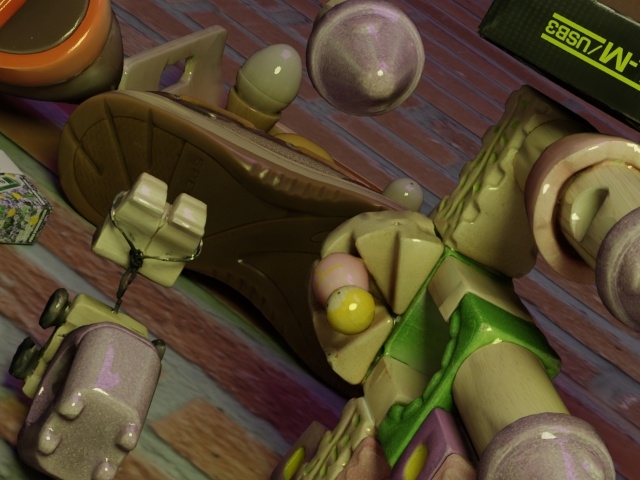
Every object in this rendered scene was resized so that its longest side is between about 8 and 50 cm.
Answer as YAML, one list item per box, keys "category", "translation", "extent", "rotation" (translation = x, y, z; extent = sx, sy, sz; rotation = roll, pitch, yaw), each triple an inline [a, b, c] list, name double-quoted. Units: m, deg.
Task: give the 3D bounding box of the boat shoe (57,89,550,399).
- category: "boat shoe"
  translation: [0.000, 0.000, 1.037]
  extent: [0.342, 0.123, 0.123]
  rotation: [28, 21, 9]

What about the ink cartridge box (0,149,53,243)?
- category: "ink cartridge box"
  translation: [-0.216, -0.029, 0.922]
  extent: [0.115, 0.029, 0.063]
  rotation: [4, 33, -51]

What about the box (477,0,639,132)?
- category: "box"
  translation: [0.188, -0.052, 0.750]
  extent: [0.184, 0.045, 0.190]
  rotation: [37, 11, 28]

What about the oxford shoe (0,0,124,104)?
- category: "oxford shoe"
  translation: [-0.296, -0.181, 1.091]
  extent: [0.363, 0.130, 0.133]
  rotation: [29, -13, 14]

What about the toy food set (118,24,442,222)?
- category: "toy food set"
  translation: [0.010, -0.055, 1.206]
  extent: [0.306, 0.092, 0.220]
  rotation: [33, 20, 6]

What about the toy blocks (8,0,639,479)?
- category: "toy blocks"
  translation: [0.054, 0.072, 0.695]
  extent: [0.309, 0.288, 0.260]
  rotation: [29, 15, -15]
